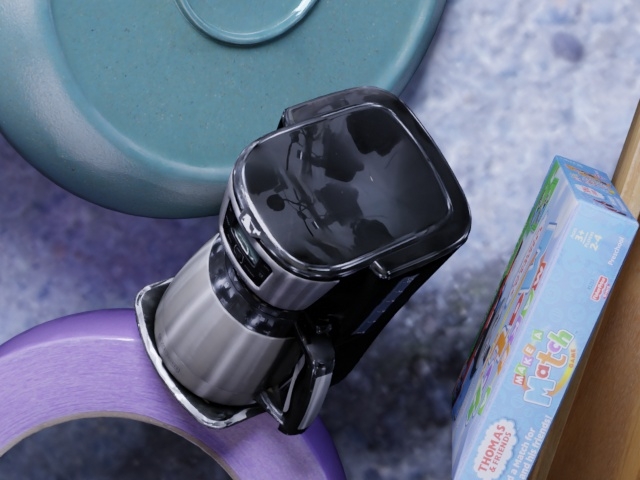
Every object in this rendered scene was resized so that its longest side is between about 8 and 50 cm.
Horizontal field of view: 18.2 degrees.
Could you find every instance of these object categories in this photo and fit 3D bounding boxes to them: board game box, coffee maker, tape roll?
[{"bbox_3d":[0.117,0.043,1.085,0.039,0.211,0.160,23,99,-1],"label":"board game box"},{"bbox_3d":[0.000,0.000,1.072,0.120,0.171,0.178,40,143,1],"label":"coffee maker"},{"bbox_3d":[-0.119,0.182,1.181,0.274,0.090,0.275,0,99,3],"label":"tape roll"}]

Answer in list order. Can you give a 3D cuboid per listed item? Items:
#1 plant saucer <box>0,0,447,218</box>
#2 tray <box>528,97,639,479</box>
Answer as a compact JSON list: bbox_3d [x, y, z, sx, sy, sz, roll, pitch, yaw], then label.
[{"bbox_3d":[-0.044,-0.157,1.055,0.317,0.043,0.318,-14,116,-31],"label":"plant saucer"},{"bbox_3d":[0.254,0.031,1.147,0.202,0.076,0.411,18,100,0],"label":"tray"}]
